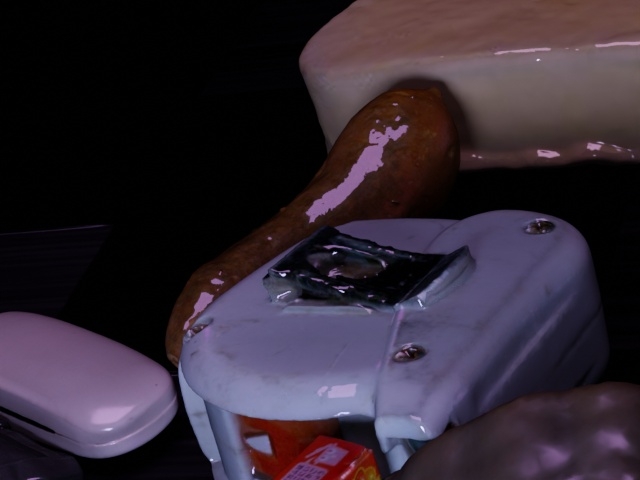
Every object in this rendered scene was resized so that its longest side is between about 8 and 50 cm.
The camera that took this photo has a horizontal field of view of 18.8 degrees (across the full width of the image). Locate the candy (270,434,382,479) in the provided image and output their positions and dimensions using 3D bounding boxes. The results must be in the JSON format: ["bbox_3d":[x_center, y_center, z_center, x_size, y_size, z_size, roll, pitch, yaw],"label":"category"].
[{"bbox_3d":[0.009,0.166,1.000,0.038,0.122,0.062,13,41,41],"label":"candy"}]

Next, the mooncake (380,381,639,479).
[{"bbox_3d":[0.124,0.172,0.844,0.228,0.228,0.124,-8,39,14],"label":"mooncake"}]

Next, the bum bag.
[{"bbox_3d":[-0.240,0.139,1.248,0.197,0.049,0.087,14,17,42],"label":"bum bag"}]

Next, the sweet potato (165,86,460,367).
[{"bbox_3d":[0.000,0.002,1.314,0.097,0.097,0.292,15,50,42],"label":"sweet potato"}]

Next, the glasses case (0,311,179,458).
[{"bbox_3d":[-0.177,0.093,1.283,0.081,0.051,0.204,-34,34,-33],"label":"glasses case"}]

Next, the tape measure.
[{"bbox_3d":[0.039,0.070,1.125,0.246,0.125,0.243,3,27,31],"label":"tape measure"}]

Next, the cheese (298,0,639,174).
[{"bbox_3d":[0.158,-0.153,1.482,0.384,0.104,0.384,-12,30,7],"label":"cheese"}]
